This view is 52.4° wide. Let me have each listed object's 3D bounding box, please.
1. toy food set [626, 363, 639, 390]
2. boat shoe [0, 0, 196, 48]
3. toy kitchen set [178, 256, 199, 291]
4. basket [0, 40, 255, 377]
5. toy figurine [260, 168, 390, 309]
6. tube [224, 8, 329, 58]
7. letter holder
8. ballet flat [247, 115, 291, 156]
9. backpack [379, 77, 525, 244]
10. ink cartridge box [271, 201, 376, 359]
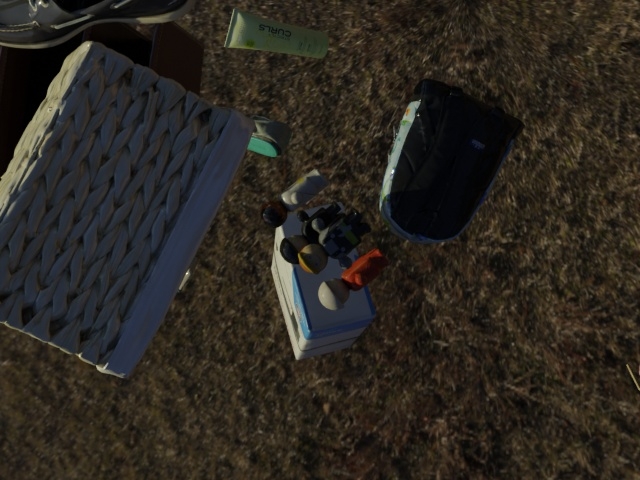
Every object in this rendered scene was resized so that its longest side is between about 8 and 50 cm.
[{"bbox_3d":[0.616,0.260,1.187,0.122,0.078,0.019,22,128,-25],"label":"toy food set"},{"bbox_3d":[-0.210,-0.213,0.543,0.206,0.065,0.075,-5,83,7],"label":"boat shoe"},{"bbox_3d":[-0.309,-0.015,1.255,0.166,0.207,0.122,35,129,-18],"label":"toy kitchen set"},{"bbox_3d":[-0.132,-0.023,0.387,0.103,0.113,0.167,30,84,-29],"label":"basket"},{"bbox_3d":[0.000,0.000,1.167,0.148,0.209,0.213,-38,58,-3],"label":"toy figurine"},{"bbox_3d":[-0.098,-0.469,1.505,0.240,0.062,0.070,3,90,-27],"label":"tube"},{"bbox_3d":[-0.262,-0.121,0.774,0.152,0.214,0.302,5,89,13],"label":"letter holder"},{"bbox_3d":[-0.150,-0.206,1.203,0.213,0.068,0.072,16,153,21],"label":"ballet flat"},{"bbox_3d":[0.286,-0.160,1.586,0.290,0.273,0.355,21,76,-9],"label":"backpack"},{"bbox_3d":[-0.008,0.120,1.635,0.166,0.395,0.285,-13,72,-11],"label":"ink cartridge box"}]
